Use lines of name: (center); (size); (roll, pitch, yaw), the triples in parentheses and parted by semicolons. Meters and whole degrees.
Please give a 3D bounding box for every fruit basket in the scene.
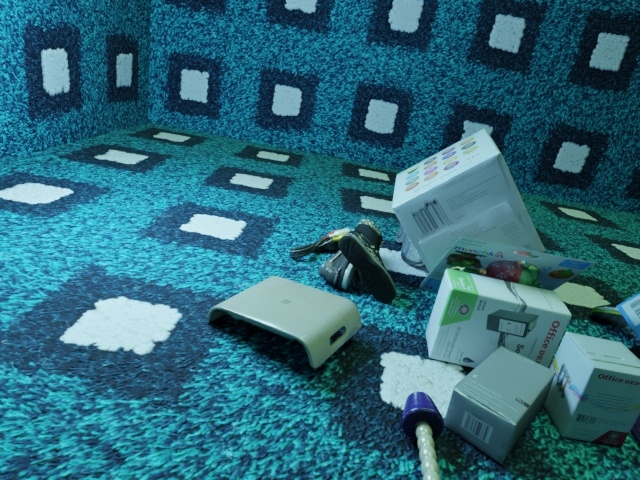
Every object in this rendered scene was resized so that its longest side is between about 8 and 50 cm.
fruit basket: (0.466, 0.109, 1.158); (0.326, 0.166, 0.353); (11, -22, 0)

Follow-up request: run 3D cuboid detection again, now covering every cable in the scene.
cable: (0.000, 0.000, 1.523); (0.287, 0.072, 0.139); (-8, 15, -35)

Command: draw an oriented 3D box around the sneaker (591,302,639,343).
sneaker: (0.951, 0.259, 1.294); (0.110, 0.122, 0.300); (-2, 6, -22)

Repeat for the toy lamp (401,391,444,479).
toy lamp: (0.178, 0.358, 0.717); (0.080, 0.080, 0.275); (11, 21, 0)

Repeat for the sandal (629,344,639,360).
sandal: (0.877, 0.323, 1.197); (0.067, 0.040, 0.179); (34, 17, 35)

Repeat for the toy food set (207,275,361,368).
toy food set: (-0.083, 0.186, 1.034); (0.305, 0.093, 0.219); (14, 21, 29)

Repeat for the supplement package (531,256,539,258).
supplement package: (0.652, 0.082, 1.482); (0.105, 0.180, 0.105); (10, 22, 0)

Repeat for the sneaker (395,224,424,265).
sneaker: (0.367, 0.012, 1.633); (0.129, 0.111, 0.297); (21, 24, -6)

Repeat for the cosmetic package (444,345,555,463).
cosmetic package: (0.363, 0.316, 0.878); (0.127, 0.107, 0.237); (24, 28, 36)

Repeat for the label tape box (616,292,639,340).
label tape box: (0.915, 0.317, 1.068); (0.348, 0.115, 0.249); (51, 25, -4)

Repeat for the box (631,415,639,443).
box: (0.794, 0.430, 0.856); (0.293, 0.057, 0.201); (13, 22, 7)

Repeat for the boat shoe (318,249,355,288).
boat shoe: (0.089, 0.044, 1.410); (0.095, 0.112, 0.335); (20, 27, 12)

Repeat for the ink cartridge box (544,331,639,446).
ink cartridge box: (0.561, 0.303, 0.900); (0.128, 0.176, 0.127); (11, 22, 0)

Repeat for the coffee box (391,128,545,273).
coffee box: (0.463, -0.104, 1.418); (0.337, 0.338, 0.334); (-26, 17, 23)

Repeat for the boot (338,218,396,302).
boot: (0.164, 0.051, 1.304); (0.236, 0.085, 0.178); (52, 32, -5)

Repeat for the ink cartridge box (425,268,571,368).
ink cartridge box: (0.414, 0.202, 1.049); (0.272, 0.199, 0.115); (12, 23, 4)
